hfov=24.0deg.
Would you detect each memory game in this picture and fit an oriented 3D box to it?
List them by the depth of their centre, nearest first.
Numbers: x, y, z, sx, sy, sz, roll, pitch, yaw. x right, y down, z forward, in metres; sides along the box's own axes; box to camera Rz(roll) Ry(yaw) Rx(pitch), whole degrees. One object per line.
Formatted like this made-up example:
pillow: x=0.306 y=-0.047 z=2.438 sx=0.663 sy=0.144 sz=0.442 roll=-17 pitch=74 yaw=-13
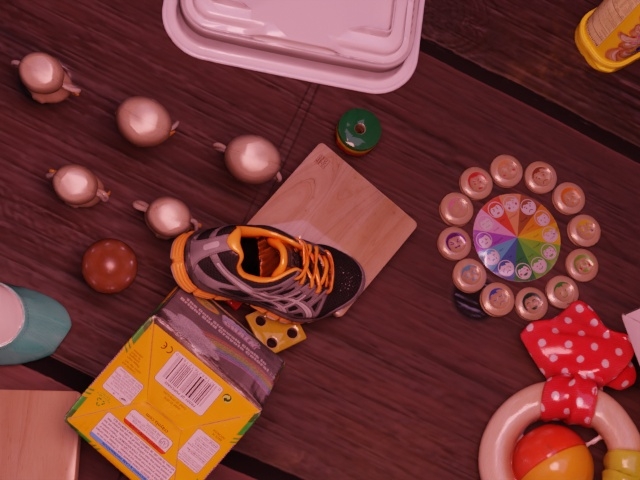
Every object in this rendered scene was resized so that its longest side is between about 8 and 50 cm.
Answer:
memory game: x=0.212 y=-0.004 z=1.600 sx=0.186 sy=0.012 sz=0.186 roll=3 pitch=73 yaw=-11

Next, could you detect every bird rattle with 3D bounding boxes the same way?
bird rattle: x=0.254 y=0.201 z=1.493 sx=0.207 sy=0.143 sz=0.253 roll=-30 pitch=79 yaw=-3

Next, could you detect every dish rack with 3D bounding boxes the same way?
dish rack: x=-0.010 y=-0.339 z=1.621 sx=0.286 sy=0.072 sz=0.332 roll=11 pitch=73 yaw=-10

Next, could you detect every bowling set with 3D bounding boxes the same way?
bowling set: x=-0.197 y=-0.053 z=1.473 sx=0.287 sy=0.154 sz=0.199 roll=25 pitch=89 yaw=-6

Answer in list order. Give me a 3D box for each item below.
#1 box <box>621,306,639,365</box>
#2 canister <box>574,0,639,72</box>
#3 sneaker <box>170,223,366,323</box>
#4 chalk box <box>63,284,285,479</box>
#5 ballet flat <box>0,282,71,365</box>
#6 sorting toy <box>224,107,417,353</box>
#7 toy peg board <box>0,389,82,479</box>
box: x=0.441 y=0.121 z=1.505 sx=0.290 sy=0.087 sz=0.169 roll=-8 pitch=74 yaw=-46
canister: x=0.361 y=-0.260 z=1.626 sx=0.126 sy=0.170 sz=0.073 roll=-30 pitch=82 yaw=-19
sneaker: x=-0.034 y=0.028 z=1.422 sx=0.215 sy=0.083 sz=0.084 roll=7 pitch=70 yaw=-39
chalk box: x=-0.127 y=0.133 z=1.397 sx=0.132 sy=0.213 sz=0.132 roll=41 pitch=100 yaw=-2
ballet flat: x=-0.357 y=0.066 z=1.410 sx=0.247 sy=0.087 sz=0.083 roll=9 pitch=72 yaw=-10
sorting toy: x=0.000 y=0.000 z=1.532 sx=0.132 sy=0.046 sz=0.274 roll=40 pitch=69 yaw=1
toy peg board: x=-0.299 y=0.225 z=1.393 sx=0.161 sy=0.079 sz=0.161 roll=1 pitch=72 yaw=4
